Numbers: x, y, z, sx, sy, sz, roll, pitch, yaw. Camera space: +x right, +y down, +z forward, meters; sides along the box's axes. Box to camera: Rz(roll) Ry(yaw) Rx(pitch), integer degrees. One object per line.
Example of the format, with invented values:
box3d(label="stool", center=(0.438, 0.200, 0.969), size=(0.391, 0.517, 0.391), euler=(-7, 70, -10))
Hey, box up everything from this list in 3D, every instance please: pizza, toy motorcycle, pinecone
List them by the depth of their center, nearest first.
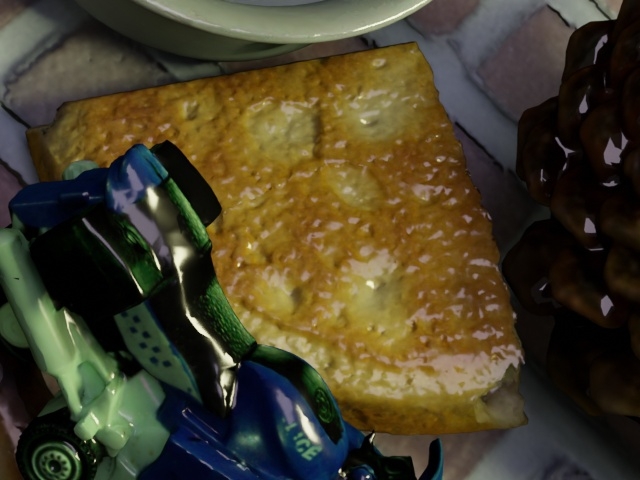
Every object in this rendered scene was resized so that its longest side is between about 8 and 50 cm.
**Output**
box3d(label="toy motorcycle", center=(-0.054, 0.101, 0.911), size=(0.331, 0.196, 0.125), euler=(59, 24, -13))
box3d(label="pizza", center=(-0.029, 0.015, 1.011), size=(0.268, 0.087, 0.258), euler=(-9, 62, -11))
box3d(label="pinecone", center=(0.327, -0.010, 1.022), size=(0.397, 0.398, 0.398), euler=(6, 70, -16))

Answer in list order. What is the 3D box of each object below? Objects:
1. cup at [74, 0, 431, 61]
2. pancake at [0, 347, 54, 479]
box3d(label="cup", center=(-0.063, -0.254, 1.068), size=(0.347, 0.163, 0.347), euler=(6, 70, -16))
box3d(label="pancake", center=(-0.205, 0.126, 0.934), size=(0.257, 0.056, 0.212), euler=(39, 51, -16))
